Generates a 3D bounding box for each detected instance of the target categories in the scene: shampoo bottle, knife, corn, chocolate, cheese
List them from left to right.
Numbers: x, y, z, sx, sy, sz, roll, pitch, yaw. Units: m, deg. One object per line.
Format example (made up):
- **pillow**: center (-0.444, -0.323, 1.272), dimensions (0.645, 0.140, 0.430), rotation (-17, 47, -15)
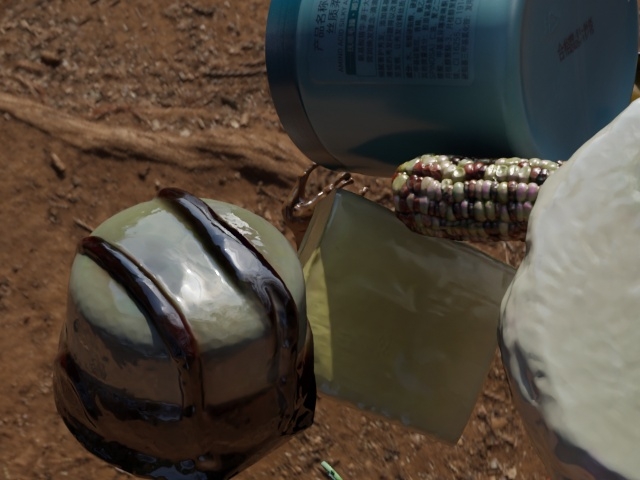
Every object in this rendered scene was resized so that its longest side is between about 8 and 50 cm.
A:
- **chocolate**: center (-0.125, 0.076, 0.850), dimensions (0.283, 0.186, 0.284), rotation (9, 46, -9)
- **knife**: center (0.064, 0.503, 1.719), dimensions (0.015, 0.054, 0.212), rotation (-37, 42, -16)
- **cheese**: center (0.086, 0.096, 1.079), dimensions (0.265, 0.124, 0.243), rotation (24, 83, -11)
- **shampoo bottle**: center (0.165, -0.235, 1.060), dimensions (0.342, 0.331, 0.331), rotation (9, 64, 42)
- **corn**: center (0.198, -0.044, 0.857), dimensions (0.280, 0.092, 0.092), rotation (2, 62, 35)

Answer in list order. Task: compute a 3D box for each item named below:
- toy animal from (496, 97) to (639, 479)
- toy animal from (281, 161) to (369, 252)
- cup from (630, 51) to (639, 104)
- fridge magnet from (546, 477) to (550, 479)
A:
- **toy animal**: center (0.248, 0.097, 0.647), dimensions (0.266, 0.188, 0.308), rotation (-35, 68, -18)
- **toy animal**: center (0.000, 0.000, 1.424), dimensions (0.066, 0.224, 0.230), rotation (33, 90, 42)
- **cup**: center (0.456, -0.098, 1.190), dimensions (0.255, 0.256, 0.178), rotation (26, 72, 41)
- **fridge magnet**: center (0.391, 0.321, 0.993), dimensions (0.363, 0.364, 0.155), rotation (-26, 43, 0)
